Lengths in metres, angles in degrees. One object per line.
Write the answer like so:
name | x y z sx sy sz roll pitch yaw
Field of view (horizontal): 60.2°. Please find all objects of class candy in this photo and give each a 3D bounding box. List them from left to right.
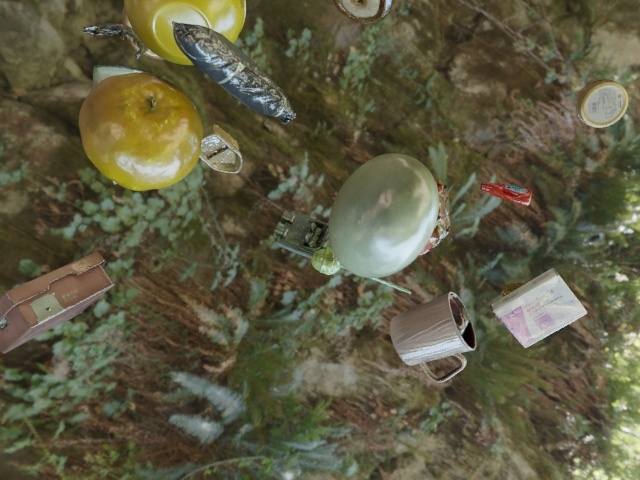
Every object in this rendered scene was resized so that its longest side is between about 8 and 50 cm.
candy | 0.131 0.105 1.756 0.093 0.336 0.092 109 2 -50

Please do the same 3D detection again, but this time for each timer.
timer | -0.391 -0.709 1.608 0.376 0.376 0.386 -45 -146 37

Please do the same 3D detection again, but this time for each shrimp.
shrimp | -0.630 -0.626 1.731 0.195 0.147 0.035 -21 162 -48

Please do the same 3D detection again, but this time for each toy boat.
toy boat | -0.327 -0.293 1.802 0.116 0.188 0.061 -24 -129 20
toy boat | 0.000 0.000 1.922 0.092 0.320 0.141 99 14 -60

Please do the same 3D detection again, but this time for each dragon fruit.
dragon fruit | 0.288 -0.132 1.915 0.297 0.262 0.314 -13 -142 24

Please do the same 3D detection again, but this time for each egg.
egg | 0.153 -0.055 1.372 0.258 0.259 0.352 -78 -170 -53

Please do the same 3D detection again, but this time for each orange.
orange | -0.414 -0.246 1.278 0.235 0.279 0.279 -46 -162 53

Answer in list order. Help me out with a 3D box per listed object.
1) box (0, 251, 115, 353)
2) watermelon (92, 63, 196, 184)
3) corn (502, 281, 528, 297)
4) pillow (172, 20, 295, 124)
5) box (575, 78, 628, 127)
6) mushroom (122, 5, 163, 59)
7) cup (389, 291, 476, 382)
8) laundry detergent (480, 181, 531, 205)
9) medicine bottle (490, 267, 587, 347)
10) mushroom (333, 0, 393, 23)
box | -0.582 0.134 1.185 0.215 0.086 0.215 -31 -177 40
watermelon | -0.547 -0.332 1.482 0.283 0.250 0.292 -17 -144 42
corn | 0.686 0.186 1.713 0.101 0.102 0.310 -57 -162 -2
pillow | -0.194 -0.385 1.271 0.092 0.335 0.161 -48 -146 10
box | 0.633 -0.308 1.242 0.105 0.106 0.037 -50 -166 23
mushroom | -0.565 -0.769 1.973 0.278 0.278 0.146 -45 -146 37
cup | 0.442 0.367 2.097 0.273 0.288 0.208 -25 -160 26
laundry detergent | 0.626 -0.162 1.873 0.097 0.166 0.049 -50 152 -60
medicine bottle | 0.599 0.187 1.524 0.201 0.171 0.052 -35 -158 19
mushroom | 0.145 -0.793 1.734 0.231 0.194 0.138 -2 -117 51
